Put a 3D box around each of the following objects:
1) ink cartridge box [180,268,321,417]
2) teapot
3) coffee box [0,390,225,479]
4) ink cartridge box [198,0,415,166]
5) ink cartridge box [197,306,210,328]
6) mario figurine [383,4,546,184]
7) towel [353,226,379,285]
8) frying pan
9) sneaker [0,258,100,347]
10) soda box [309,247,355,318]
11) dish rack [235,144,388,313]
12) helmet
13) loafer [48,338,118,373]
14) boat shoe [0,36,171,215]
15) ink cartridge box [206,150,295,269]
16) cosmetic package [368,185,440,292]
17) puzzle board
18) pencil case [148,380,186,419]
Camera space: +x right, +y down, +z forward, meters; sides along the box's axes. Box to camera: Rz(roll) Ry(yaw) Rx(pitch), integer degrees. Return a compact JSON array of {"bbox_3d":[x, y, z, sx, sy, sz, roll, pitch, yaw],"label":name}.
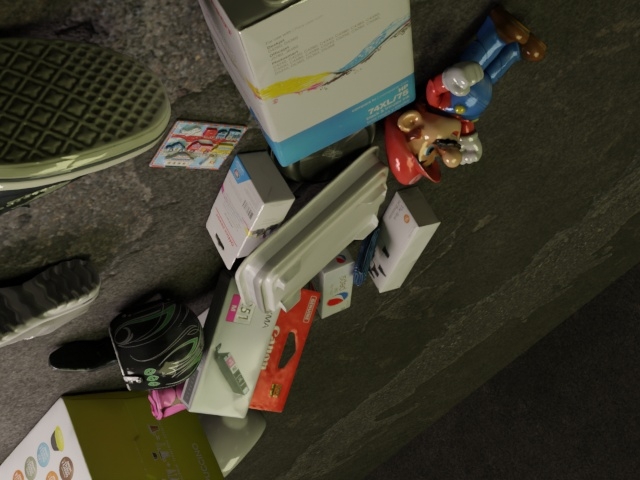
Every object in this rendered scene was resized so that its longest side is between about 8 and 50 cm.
[{"bbox_3d":[-0.123,0.214,1.656,0.238,0.060,0.275,15,96,-32],"label":"ink cartridge box"},{"bbox_3d":[-0.271,0.466,2.055,0.256,0.187,0.252,-47,-178,-3],"label":"teapot"},{"bbox_3d":[-0.446,0.552,1.834,0.338,0.338,0.334,6,137,-50],"label":"coffee box"},{"bbox_3d":[-0.023,-0.265,0.977,0.197,0.198,0.270,-27,155,-5],"label":"ink cartridge box"},{"bbox_3d":[-0.239,0.228,1.763,0.190,0.082,0.139,-39,152,15],"label":"ink cartridge box"},{"bbox_3d":[0.241,-0.208,1.377,0.198,0.170,0.320,32,111,-23],"label":"mario figurine"},{"bbox_3d":[0.094,0.030,1.733,0.029,0.120,0.067,14,153,6],"label":"towel"},{"bbox_3d":[-0.038,-0.121,1.390,0.326,0.053,0.197,-39,149,10],"label":"frying pan"},{"bbox_3d":[-0.477,0.129,1.313,0.281,0.105,0.115,-18,151,-25],"label":"sneaker"},{"bbox_3d":[0.022,0.082,1.793,0.073,0.069,0.216,-23,152,-14],"label":"soda box"},{"bbox_3d":[0.000,0.000,1.481,0.333,0.072,0.285,-43,167,-13],"label":"dish rack"},{"bbox_3d":[-0.293,0.191,1.549,0.161,0.169,0.169,-18,152,-12],"label":"helmet"},{"bbox_3d":[-0.437,0.227,1.586,0.170,0.062,0.061,-1,146,-43],"label":"loafer"},{"bbox_3d":[-0.410,-0.089,0.922,0.499,0.187,0.156,-19,157,-12],"label":"boat shoe"},{"bbox_3d":[-0.119,-0.046,1.374,0.061,0.104,0.181,-11,149,-35],"label":"ink cartridge box"},{"bbox_3d":[0.162,0.002,1.761,0.060,0.099,0.239,-15,150,-29],"label":"cosmetic package"},{"bbox_3d":[-0.180,-0.139,1.252,0.128,0.011,0.096,-1,142,-44],"label":"puzzle board"},{"bbox_3d":[-0.245,0.300,1.697,0.209,0.095,0.098,-8,145,-27],"label":"pencil case"}]
